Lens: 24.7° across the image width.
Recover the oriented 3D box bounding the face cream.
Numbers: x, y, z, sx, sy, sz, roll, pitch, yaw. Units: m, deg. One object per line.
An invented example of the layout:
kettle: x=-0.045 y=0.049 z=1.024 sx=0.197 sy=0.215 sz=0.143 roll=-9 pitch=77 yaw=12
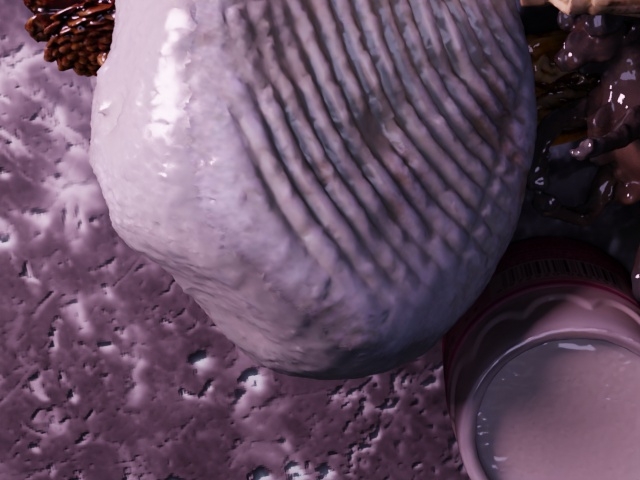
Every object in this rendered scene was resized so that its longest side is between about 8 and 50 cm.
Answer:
face cream: x=0.181 y=0.106 z=1.112 sx=0.175 sy=0.195 sz=0.175 roll=1 pitch=108 yaw=3

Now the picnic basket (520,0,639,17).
picnic basket: x=0.202 y=-0.270 z=0.929 sx=0.175 sy=0.313 sz=0.228 roll=-3 pitch=108 yaw=0

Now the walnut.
walnut: x=0.174 y=-0.122 z=1.111 sx=0.121 sy=0.052 sz=0.091 roll=-8 pitch=120 yaw=-9

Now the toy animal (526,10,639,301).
toy animal: x=0.224 y=-0.068 z=1.068 sx=0.148 sy=0.084 sz=0.233 roll=-47 pitch=127 yaw=-22

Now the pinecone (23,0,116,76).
pinecone: x=-0.147 y=-0.181 z=1.065 sx=0.140 sy=0.140 sz=0.121 roll=-8 pitch=75 yaw=4

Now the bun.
bun: x=-0.006 y=-0.088 z=0.981 sx=0.194 sy=0.354 sz=0.354 roll=-6 pitch=114 yaw=47
